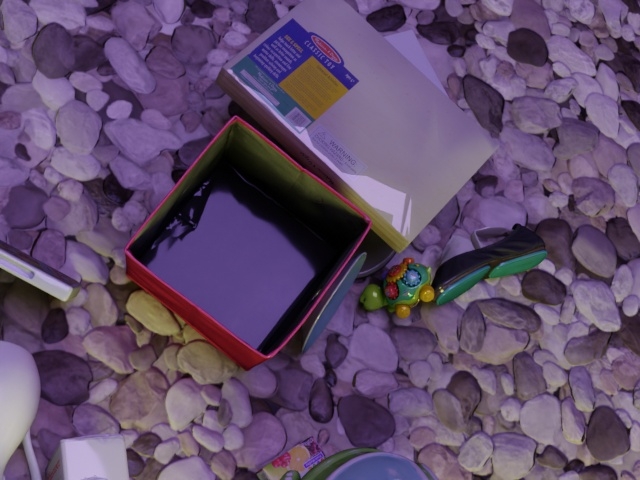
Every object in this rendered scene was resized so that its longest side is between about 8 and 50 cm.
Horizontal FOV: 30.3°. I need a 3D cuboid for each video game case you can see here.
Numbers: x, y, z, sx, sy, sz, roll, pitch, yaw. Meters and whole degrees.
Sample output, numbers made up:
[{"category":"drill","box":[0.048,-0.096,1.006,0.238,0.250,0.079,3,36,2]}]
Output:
[{"category":"video game case","box":[-0.439,0.025,1.673,0.206,0.227,0.026,29,85,-7]}]

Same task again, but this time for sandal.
[{"category":"sandal","box":[-0.001,0.001,1.935,0.303,0.086,0.120,-3,67,-23]}]

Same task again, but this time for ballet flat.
[{"category":"ballet flat","box":[0.269,0.033,2.035,0.280,0.095,0.096,-17,63,-39]}]

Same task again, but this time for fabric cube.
[{"category":"fabric cube","box":[-0.114,0.016,1.744,0.259,0.258,0.254,38,76,-1]}]

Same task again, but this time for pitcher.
[{"category":"pitcher","box":[-0.439,0.258,1.624,0.178,0.125,0.207,41,44,-44]}]

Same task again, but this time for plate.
[{"category":"plate","box":[0.013,0.093,1.841,0.024,0.188,0.188,31,57,8]}]

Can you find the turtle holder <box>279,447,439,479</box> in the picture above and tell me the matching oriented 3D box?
[{"category":"turtle holder","box":[0.054,0.414,1.630,0.320,0.227,0.243,8,86,-34]}]

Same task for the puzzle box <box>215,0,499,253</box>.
[{"category":"puzzle box","box":[0.064,-0.206,1.922,0.409,0.052,0.272,44,59,3]}]

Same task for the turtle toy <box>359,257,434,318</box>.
[{"category":"turtle toy","box":[0.126,0.078,1.943,0.066,0.130,0.095,48,15,-24]}]

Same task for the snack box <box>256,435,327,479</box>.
[{"category":"snack box","box":[-0.016,0.378,1.775,0.100,0.037,0.141,-29,80,-29]}]

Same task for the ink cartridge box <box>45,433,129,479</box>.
[{"category":"ink cartridge box","box":[-0.306,0.384,1.583,0.092,0.158,0.218,0,65,-21]}]

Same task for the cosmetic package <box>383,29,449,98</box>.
[{"category":"cosmetic package","box":[0.096,-0.216,2.050,0.224,0.138,0.224,-18,72,-28]}]
